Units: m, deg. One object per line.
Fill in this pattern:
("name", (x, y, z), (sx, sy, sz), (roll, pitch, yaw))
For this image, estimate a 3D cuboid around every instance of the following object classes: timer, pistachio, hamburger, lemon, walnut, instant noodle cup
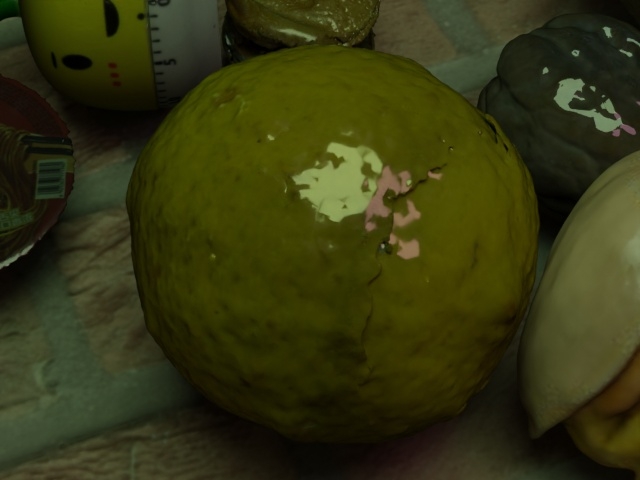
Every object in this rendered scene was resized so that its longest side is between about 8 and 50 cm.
("timer", (-0.237, -0.255, 1.658), (0.285, 0.285, 0.285), (1, 54, -1))
("pistachio", (0.298, 0.056, 1.453), (0.230, 0.230, 0.309), (23, 82, 15))
("hamburger", (-0.019, -0.227, 1.737), (0.177, 0.113, 0.185), (-17, 49, -12))
("lemon", (0.000, 0.000, 1.429), (0.387, 0.350, 0.350), (24, 56, 35))
("walnut", (0.263, -0.110, 1.606), (0.224, 0.224, 0.224), (1, 54, -1))
("instant noodle cup", (-0.367, -0.041, 1.604), (0.274, 0.090, 0.274), (1, 55, -1))

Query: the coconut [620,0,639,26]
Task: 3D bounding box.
("coconut", (0.424, -0.362, 1.680), (0.405, 0.404, 0.404), (1, 54, -1))
